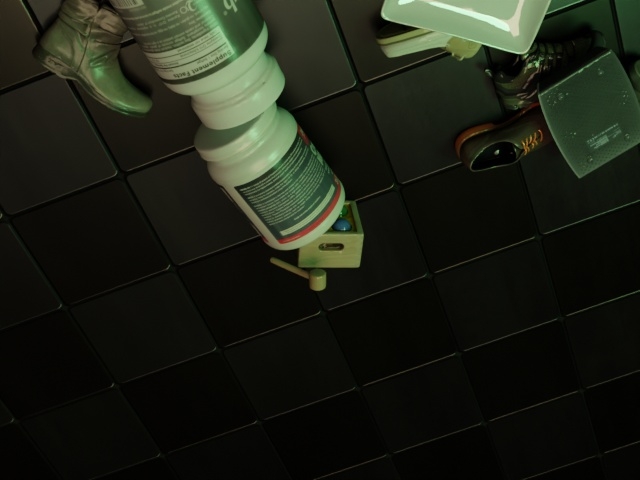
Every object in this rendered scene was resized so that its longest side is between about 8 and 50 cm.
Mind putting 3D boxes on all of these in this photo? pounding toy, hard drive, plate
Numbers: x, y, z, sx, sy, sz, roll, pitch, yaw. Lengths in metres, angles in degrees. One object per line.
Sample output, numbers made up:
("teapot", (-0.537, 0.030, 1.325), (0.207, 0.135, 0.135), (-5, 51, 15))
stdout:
("pounding toy", (-0.009, 0.003, 2.092), (0.181, 0.206, 0.094), (0, 125, -8))
("hard drive", (0.513, -0.245, 1.998), (0.172, 0.054, 0.255), (-32, 134, 9))
("plate", (0.266, -0.465, 1.728), (0.277, 0.045, 0.278), (11, 123, -15))

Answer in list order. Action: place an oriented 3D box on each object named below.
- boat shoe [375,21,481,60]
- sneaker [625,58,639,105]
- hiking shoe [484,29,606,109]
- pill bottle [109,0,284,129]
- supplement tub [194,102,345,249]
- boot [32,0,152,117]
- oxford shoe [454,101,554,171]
("boat shoe", (0.255, -0.382, 1.918), (0.302, 0.113, 0.103), (-17, 121, 4))
("sneaker", (0.691, -0.273, 2.087), (0.267, 0.101, 0.106), (21, 139, -20))
("hiking shoe", (0.428, -0.341, 1.988), (0.227, 0.086, 0.114), (-31, 127, 14))
("pill bottle", (-0.217, -0.381, 1.790), (0.210, 0.210, 0.363), (-25, 125, 9))
("supplement tub", (-0.094, -0.132, 1.994), (0.191, 0.191, 0.272), (-30, 124, 12))
("boot", (-0.376, -0.336, 1.882), (0.246, 0.083, 0.161), (30, 110, -27))
("oxford shoe", (0.407, -0.199, 2.077), (0.271, 0.098, 0.097), (-22, 124, 7))
